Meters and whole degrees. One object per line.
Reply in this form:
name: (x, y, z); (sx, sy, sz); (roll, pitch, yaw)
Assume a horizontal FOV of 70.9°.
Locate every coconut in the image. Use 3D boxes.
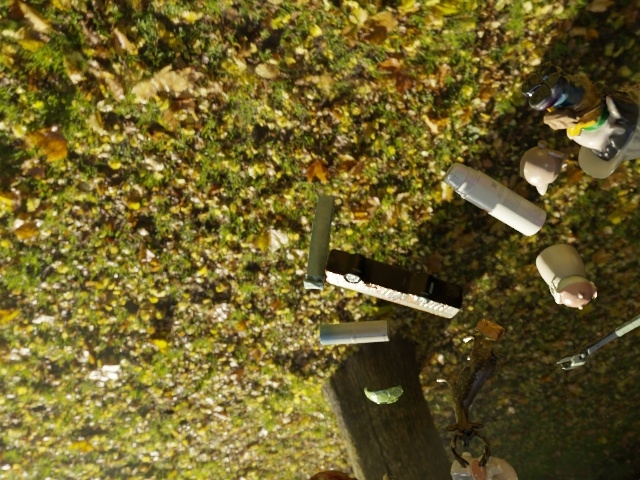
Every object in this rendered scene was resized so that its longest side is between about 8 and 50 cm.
coconut: (0.236, 0.596, 1.728); (0.133, 0.055, 0.158); (5, 150, -8)

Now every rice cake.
rice cake: (0.000, 0.000, 1.422); (0.066, 0.336, 0.063); (5, 148, 7)

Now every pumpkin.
pumpkin: (0.539, 0.287, 1.435); (0.083, 0.074, 0.054); (3, 111, -53)

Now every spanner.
spanner: (0.680, 0.210, 1.027); (0.087, 0.024, 0.316); (18, 129, -34)

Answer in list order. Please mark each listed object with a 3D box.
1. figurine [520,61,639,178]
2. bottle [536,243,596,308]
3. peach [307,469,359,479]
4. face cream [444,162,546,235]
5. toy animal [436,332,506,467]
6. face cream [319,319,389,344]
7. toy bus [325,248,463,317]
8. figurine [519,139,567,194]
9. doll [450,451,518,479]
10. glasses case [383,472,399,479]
figurine: (0.649, -0.305, 1.052); (0.332, 0.185, 0.204); (34, 128, -28)
bottle: (0.897, 0.139, 1.631); (0.147, 0.237, 0.148); (-1, 133, -1)
peach: (0.064, 0.758, 1.253); (0.154, 0.267, 0.159); (-23, 127, -56)
face cream: (0.553, -0.139, 1.447); (0.345, 0.102, 0.102); (30, 119, -6)
toy animal: (0.337, 0.348, 1.029); (0.087, 0.260, 0.244); (15, 100, 0)
face cream: (0.125, 0.339, 1.656); (0.250, 0.077, 0.077); (-7, 135, 13)
toy bus: (0.214, 0.127, 1.336); (0.408, 0.093, 0.092); (17, 146, 3)
figurine: (0.674, -0.226, 1.374); (0.125, 0.125, 0.138); (-6, 129, -15)
doll: (0.526, 0.768, 1.462); (0.287, 0.151, 0.151); (30, 115, -33)
glasses case: (0.270, 0.911, 1.679); (0.042, 0.072, 0.190); (-52, 163, -12)
